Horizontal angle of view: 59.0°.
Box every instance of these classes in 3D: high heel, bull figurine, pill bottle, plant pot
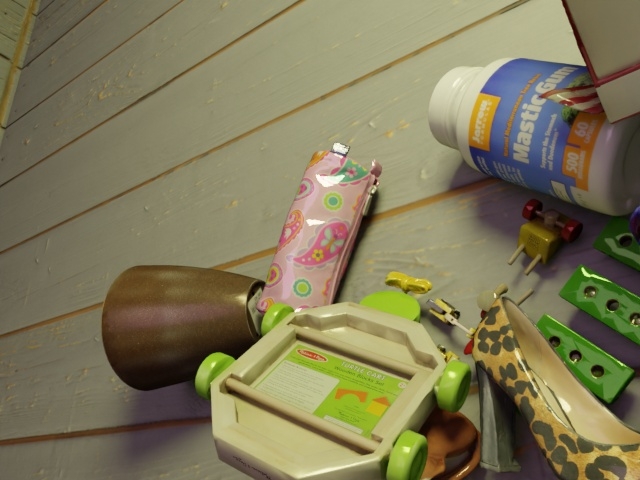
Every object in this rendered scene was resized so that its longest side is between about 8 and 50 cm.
[{"bbox_3d":[0.253,0.137,0.536,0.261,0.093,0.186,-14,69,52],"label":"high heel"},{"bbox_3d":[0.040,0.223,0.709,0.311,0.188,0.101,11,116,35],"label":"bull figurine"},{"bbox_3d":[0.265,-0.140,0.689,0.272,0.152,0.152,31,91,48],"label":"pill bottle"},{"bbox_3d":[-0.195,0.131,0.933,0.231,0.215,0.215,-10,64,22],"label":"plant pot"}]

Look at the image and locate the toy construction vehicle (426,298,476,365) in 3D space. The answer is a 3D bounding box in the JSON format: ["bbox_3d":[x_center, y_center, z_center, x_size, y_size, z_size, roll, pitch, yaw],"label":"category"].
[{"bbox_3d":[0.150,0.123,0.749,0.086,0.035,0.098,-54,47,7],"label":"toy construction vehicle"}]

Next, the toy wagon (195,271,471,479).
[{"bbox_3d":[0.036,0.148,0.669,0.267,0.344,0.068,14,123,32],"label":"toy wagon"}]

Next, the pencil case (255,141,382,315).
[{"bbox_3d":[0.000,0.000,0.873,0.124,0.124,0.284,12,77,42],"label":"pencil case"}]

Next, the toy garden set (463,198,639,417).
[{"bbox_3d":[0.279,0.082,0.656,0.204,0.049,0.244,39,97,41],"label":"toy garden set"}]

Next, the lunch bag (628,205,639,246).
[{"bbox_3d":[0.469,0.021,0.361,0.328,0.239,0.385,-36,57,-1],"label":"lunch bag"}]

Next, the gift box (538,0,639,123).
[{"bbox_3d":[0.304,-0.273,0.505,0.276,0.258,0.255,-20,33,34],"label":"gift box"}]
